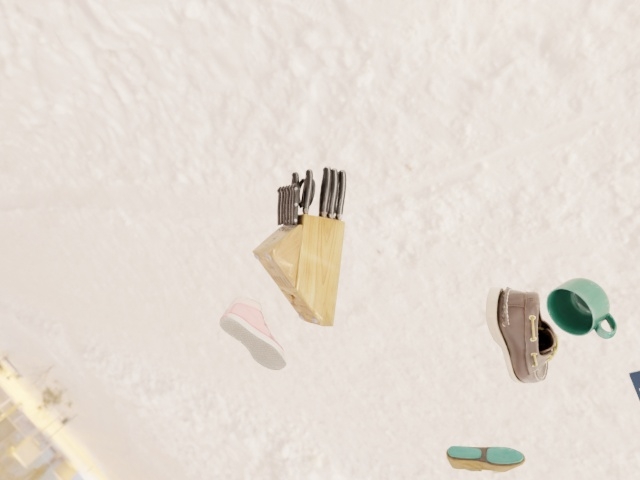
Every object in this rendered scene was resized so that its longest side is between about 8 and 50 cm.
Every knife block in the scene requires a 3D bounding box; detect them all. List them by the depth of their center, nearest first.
[{"bbox_3d":[0.000,0.000,1.138,0.275,0.242,0.088,56,158,-17],"label":"knife block"}]

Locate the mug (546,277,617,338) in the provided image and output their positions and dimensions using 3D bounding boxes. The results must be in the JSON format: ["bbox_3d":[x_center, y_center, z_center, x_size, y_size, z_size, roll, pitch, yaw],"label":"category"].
[{"bbox_3d":[0.652,0.170,1.401,0.157,0.097,0.129,62,151,6],"label":"mug"}]

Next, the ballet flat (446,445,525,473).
[{"bbox_3d":[0.494,0.656,1.685,0.232,0.080,0.073,-5,114,29],"label":"ballet flat"}]

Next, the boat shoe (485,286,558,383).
[{"bbox_3d":[0.424,0.202,1.143,0.097,0.116,0.324,-3,140,33],"label":"boat shoe"}]

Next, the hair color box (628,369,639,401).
[{"bbox_3d":[0.977,0.401,1.477,0.105,0.347,0.173,-39,57,50],"label":"hair color box"}]

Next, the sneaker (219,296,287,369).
[{"bbox_3d":[-0.096,0.140,0.886,0.051,0.070,0.134,-32,114,29],"label":"sneaker"}]
